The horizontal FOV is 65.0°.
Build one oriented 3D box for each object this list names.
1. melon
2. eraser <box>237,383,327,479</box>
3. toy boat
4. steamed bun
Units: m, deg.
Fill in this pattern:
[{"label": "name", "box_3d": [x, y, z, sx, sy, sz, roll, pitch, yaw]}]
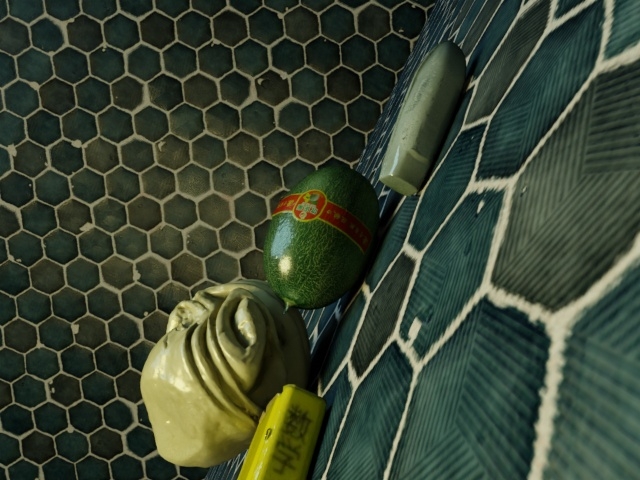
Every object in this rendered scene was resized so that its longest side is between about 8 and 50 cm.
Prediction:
[{"label": "melon", "box_3d": [0.000, 0.000, 0.855, 0.182, 0.182, 0.288, 122, 171, -63]}, {"label": "eraser", "box_3d": [-0.068, 0.304, 0.612, 0.226, 0.069, 0.158, -68, 2, -45]}, {"label": "toy boat", "box_3d": [0.154, -0.190, 0.749, 0.261, 0.078, 0.085, -67, 18, -13]}, {"label": "steamed bun", "box_3d": [-0.123, 0.200, 0.826, 0.203, 0.276, 0.289, -21, -6, 37]}]
